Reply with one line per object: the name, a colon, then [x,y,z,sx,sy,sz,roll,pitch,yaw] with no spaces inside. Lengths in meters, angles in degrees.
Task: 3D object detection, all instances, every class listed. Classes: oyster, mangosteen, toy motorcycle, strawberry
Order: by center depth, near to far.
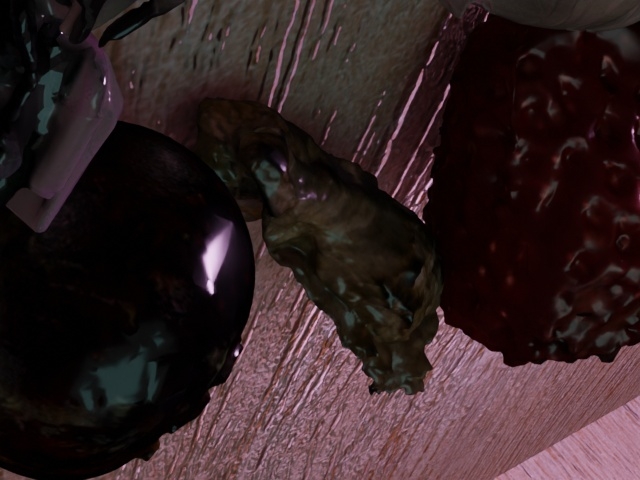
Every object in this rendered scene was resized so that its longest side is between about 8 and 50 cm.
toy motorcycle: [-0.086,-0.142,0.527,0.327,0.143,0.188,-58,153,8]
mangosteen: [-0.182,0.018,0.663,0.289,0.231,0.231,30,118,-21]
oyster: [-0.002,-0.006,0.866,0.133,0.197,0.337,-45,134,7]
strawberry: [0.220,-0.074,0.956,0.318,0.295,0.345,-21,121,8]

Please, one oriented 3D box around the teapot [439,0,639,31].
teapot: [0.145,-0.233,0.653,0.178,0.163,0.221,-9,143,-37]
